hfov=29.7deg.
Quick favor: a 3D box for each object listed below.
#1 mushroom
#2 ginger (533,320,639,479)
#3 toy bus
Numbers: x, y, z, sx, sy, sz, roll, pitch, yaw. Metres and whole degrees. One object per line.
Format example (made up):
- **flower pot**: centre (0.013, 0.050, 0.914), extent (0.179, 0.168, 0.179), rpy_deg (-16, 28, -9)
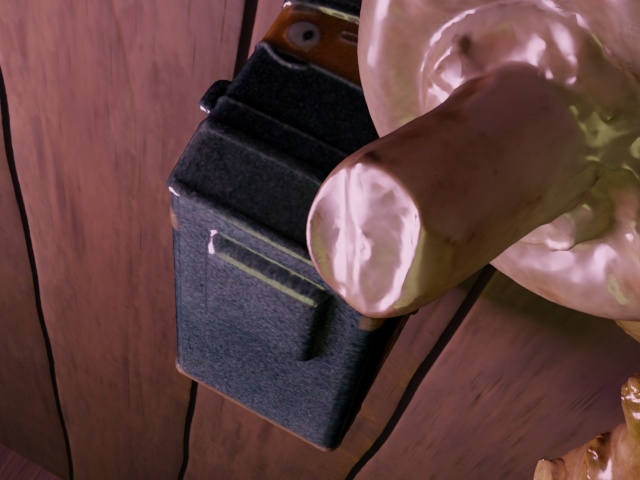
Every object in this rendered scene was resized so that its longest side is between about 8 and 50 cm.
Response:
- **mushroom**: centre (0.088, -0.044, 0.466), extent (0.207, 0.215, 0.207), rpy_deg (31, 141, 30)
- **ginger**: centre (0.285, 0.115, 0.678), extent (0.363, 0.122, 0.348), rpy_deg (18, 152, 13)
- **toy bus**: centre (0.000, 0.000, 0.698), extent (0.138, 0.167, 0.275), rpy_deg (28, 153, 8)
